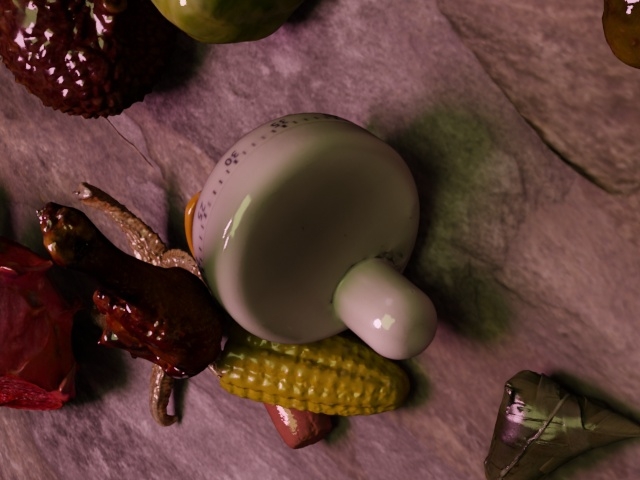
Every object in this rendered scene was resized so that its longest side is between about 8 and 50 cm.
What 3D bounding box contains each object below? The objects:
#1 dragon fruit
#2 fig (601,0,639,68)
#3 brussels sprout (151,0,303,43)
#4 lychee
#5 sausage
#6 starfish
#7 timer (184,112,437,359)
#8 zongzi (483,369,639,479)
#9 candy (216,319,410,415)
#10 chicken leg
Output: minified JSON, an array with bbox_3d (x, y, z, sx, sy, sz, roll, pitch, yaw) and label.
[{"bbox_3d":[-0.506,0.098,1.348,0.386,0.371,0.249,10,69,5],"label":"dragon fruit"},{"bbox_3d":[0.298,-0.206,0.729,0.185,0.127,0.132,-14,69,46],"label":"fig"},{"bbox_3d":[-0.110,-0.322,1.051,0.161,0.223,0.223,9,98,58],"label":"brussels sprout"},{"bbox_3d":[-0.301,-0.269,1.216,0.271,0.236,0.235,174,93,-68],"label":"lychee"},{"bbox_3d":[-0.044,0.164,1.099,0.062,0.062,0.154,-49,60,33],"label":"sausage"},{"bbox_3d":[-0.216,0.068,1.229,0.375,0.094,0.327,-31,87,53],"label":"starfish"},{"bbox_3d":[0.000,0.000,0.934,0.240,0.234,0.233,40,118,47],"label":"timer"},{"bbox_3d":[0.215,0.209,0.870,0.130,0.062,0.154,22,113,28],"label":"zongzi"},{"bbox_3d":[-0.003,0.139,1.016,0.199,0.106,0.094,14,123,11],"label":"candy"},{"bbox_3d":[-0.171,0.061,0.950,0.158,0.407,0.095,21,73,9],"label":"chicken leg"}]
